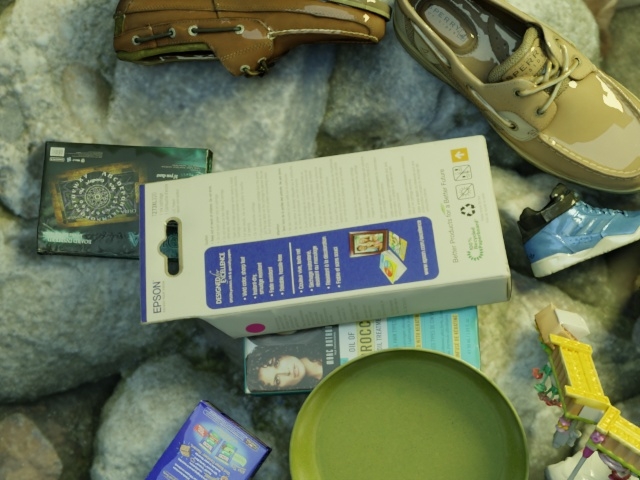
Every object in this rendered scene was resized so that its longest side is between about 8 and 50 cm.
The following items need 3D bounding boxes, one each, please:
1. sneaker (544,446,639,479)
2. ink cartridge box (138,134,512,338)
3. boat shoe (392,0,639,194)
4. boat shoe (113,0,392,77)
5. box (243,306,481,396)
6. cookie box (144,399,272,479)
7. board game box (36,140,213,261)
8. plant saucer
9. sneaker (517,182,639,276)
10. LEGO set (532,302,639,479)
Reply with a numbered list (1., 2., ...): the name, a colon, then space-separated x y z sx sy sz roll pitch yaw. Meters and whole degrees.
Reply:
1. sneaker: 0.331 0.290 1.395 0.115 0.090 0.232 -37 80 -3
2. ink cartridge box: 0.000 0.000 1.454 0.370 0.069 0.176 -7 57 2
3. boat shoe: 0.212 -0.166 1.466 0.341 0.110 0.122 34 87 11
4. boat shoe: -0.075 -0.223 1.522 0.307 0.110 0.105 7 86 18
5. box: 0.043 0.106 1.472 0.244 0.060 0.101 -4 81 7
6. cookie box: -0.118 0.237 1.483 0.091 0.040 0.107 35 87 11
7. board game box: -0.215 -0.042 1.546 0.186 0.026 0.126 4 82 8
8. plant saucer: 0.089 0.217 1.428 0.240 0.037 0.241 1 105 6
9. sneaker: 0.279 -0.027 1.463 0.152 0.058 0.085 -22 88 10
10. LEGO set: 0.269 0.192 1.377 0.287 0.132 0.107 46 126 33
